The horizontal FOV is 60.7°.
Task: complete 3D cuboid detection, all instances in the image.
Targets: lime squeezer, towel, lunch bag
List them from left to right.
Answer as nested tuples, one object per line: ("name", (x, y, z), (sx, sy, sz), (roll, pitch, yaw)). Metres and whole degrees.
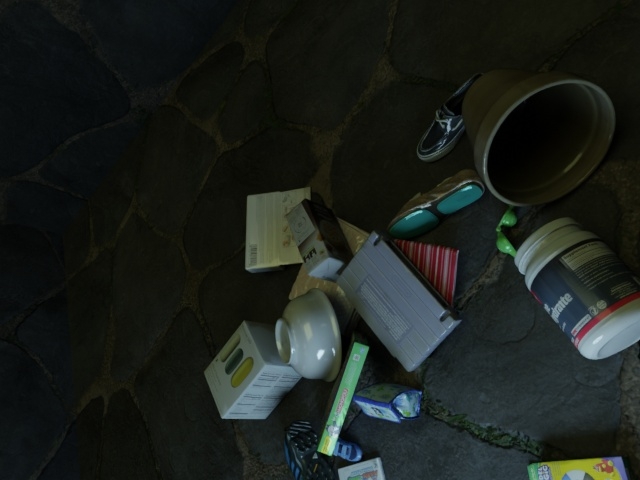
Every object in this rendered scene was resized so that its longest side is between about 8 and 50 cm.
("towel", (0.052, 0.106, 1.798), (0.317, 0.053, 0.332), (29, 97, 45))
("lunch bag", (0.183, 0.440, 1.494), (0.129, 0.151, 0.096), (-3, 75, 43))
("towel", (0.270, 0.101, 1.571), (0.275, 0.031, 0.199), (10, 100, 45))
("lime squeezer", (0.504, -0.035, 1.404), (0.110, 0.059, 0.310), (-14, 67, 41))

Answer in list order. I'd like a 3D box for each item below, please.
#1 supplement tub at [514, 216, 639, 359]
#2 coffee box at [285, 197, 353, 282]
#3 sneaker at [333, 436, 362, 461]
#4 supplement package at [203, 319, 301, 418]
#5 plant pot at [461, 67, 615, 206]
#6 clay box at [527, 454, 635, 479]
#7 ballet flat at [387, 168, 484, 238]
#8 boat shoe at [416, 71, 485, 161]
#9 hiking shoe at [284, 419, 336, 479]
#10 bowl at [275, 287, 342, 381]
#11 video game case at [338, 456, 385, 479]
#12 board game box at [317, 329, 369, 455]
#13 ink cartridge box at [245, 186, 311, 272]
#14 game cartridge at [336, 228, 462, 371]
("supplement tub", (0.576, 0.101, 1.194), (0.191, 0.191, 0.272), (-47, 50, 23))
("coffee box", (0.000, 0.000, 1.747), (0.098, 0.141, 0.246), (-41, 53, 25))
("sneaker", (0.060, 0.617, 1.621), (0.144, 0.059, 0.053), (4, 78, 44))
("supplement package", (-0.221, 0.440, 1.849), (0.263, 0.198, 0.199), (-52, 47, 19))
("plant pot", (0.491, -0.289, 1.351), (0.323, 0.323, 0.280), (-50, 33, 20))
("clay box", (0.555, 0.538, 1.174), (0.222, 0.053, 0.127), (-24, 61, 36))
("ballet flat", (0.329, -0.107, 1.582), (0.316, 0.107, 0.106), (-28, 39, 29))
("boat shoe", (0.381, -0.358, 1.592), (0.301, 0.102, 0.108), (-44, 51, 25))
("hiking shoe", (-0.031, 0.707, 1.672), (0.132, 0.113, 0.304), (121, 136, -57))
("bowl", (-0.055, 0.300, 1.692), (0.298, 0.134, 0.298), (174, 90, -66))
("video game case", (0.125, 0.710, 1.558), (0.157, 0.019, 0.143), (-32, 57, 33))
("board game box", (0.066, 0.430, 1.588), (0.046, 0.213, 0.317), (19, 91, 3))
("ink cartridge box", (-0.148, -0.038, 2.028), (0.261, 0.066, 0.296), (-6, 71, 16))
("game cartridge", (0.211, 0.169, 1.561), (0.355, 0.068, 0.230), (51, 127, 27))
